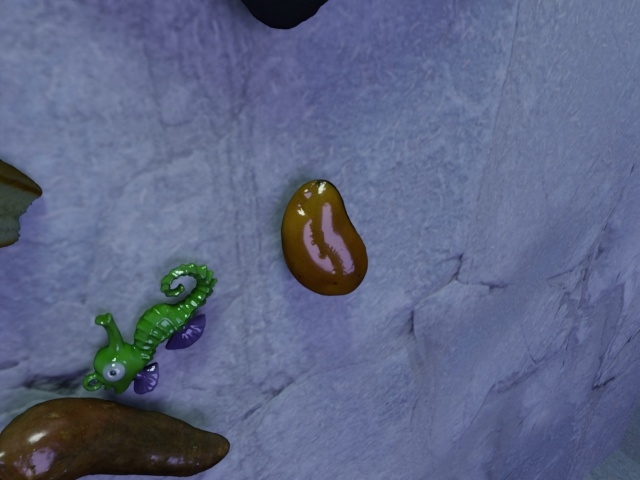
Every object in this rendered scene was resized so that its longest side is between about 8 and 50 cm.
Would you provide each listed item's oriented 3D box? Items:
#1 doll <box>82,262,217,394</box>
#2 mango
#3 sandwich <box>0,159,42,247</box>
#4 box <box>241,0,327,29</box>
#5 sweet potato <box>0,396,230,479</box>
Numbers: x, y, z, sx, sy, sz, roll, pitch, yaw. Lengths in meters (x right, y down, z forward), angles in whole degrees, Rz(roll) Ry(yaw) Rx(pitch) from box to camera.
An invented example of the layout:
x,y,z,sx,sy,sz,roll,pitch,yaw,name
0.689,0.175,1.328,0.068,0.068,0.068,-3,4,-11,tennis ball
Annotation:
x,y,z,sx,sy,sz,roll,pitch,yaw,name
-0.194,0.102,0.539,0.190,0.050,0.115,-45,138,-10,doll
0.000,0.000,0.605,0.105,0.084,0.159,-23,106,-5,mango
-0.331,-0.054,0.331,0.244,0.088,0.090,32,97,-42,sandwich
-0.012,-0.390,0.326,0.359,0.091,0.350,-45,140,10,box
-0.235,0.238,0.556,0.291,0.097,0.097,26,97,-47,sweet potato
